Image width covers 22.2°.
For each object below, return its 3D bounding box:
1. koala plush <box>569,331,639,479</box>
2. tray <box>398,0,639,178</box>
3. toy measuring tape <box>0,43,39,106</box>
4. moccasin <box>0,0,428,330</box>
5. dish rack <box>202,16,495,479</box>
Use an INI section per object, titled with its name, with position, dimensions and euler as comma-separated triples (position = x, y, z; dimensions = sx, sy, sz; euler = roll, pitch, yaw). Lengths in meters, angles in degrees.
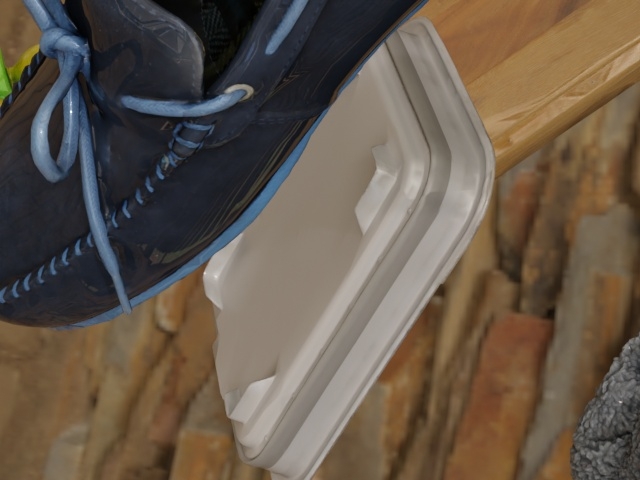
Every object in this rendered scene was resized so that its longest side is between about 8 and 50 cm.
[koala plush]
position = 0.243, 0.144, 0.913
dimensions = 0.203, 0.221, 0.196
euler = -38, 101, 10
[tray]
position = 0.121, -0.157, 1.479
dimensions = 0.411, 0.076, 0.202
euler = -34, 76, -1
[toy measuring tape]
position = -0.242, 0.016, 0.853
dimensions = 0.330, 0.121, 0.121
euler = -41, 119, -12
[moccasin]
position = -0.049, -0.099, 0.599
dimensions = 0.342, 0.137, 0.117
euler = -47, 149, 23
[dish rack]
position = 0.000, 0.000, 1.266
dimensions = 0.072, 0.285, 0.332
euler = 19, 119, -23
